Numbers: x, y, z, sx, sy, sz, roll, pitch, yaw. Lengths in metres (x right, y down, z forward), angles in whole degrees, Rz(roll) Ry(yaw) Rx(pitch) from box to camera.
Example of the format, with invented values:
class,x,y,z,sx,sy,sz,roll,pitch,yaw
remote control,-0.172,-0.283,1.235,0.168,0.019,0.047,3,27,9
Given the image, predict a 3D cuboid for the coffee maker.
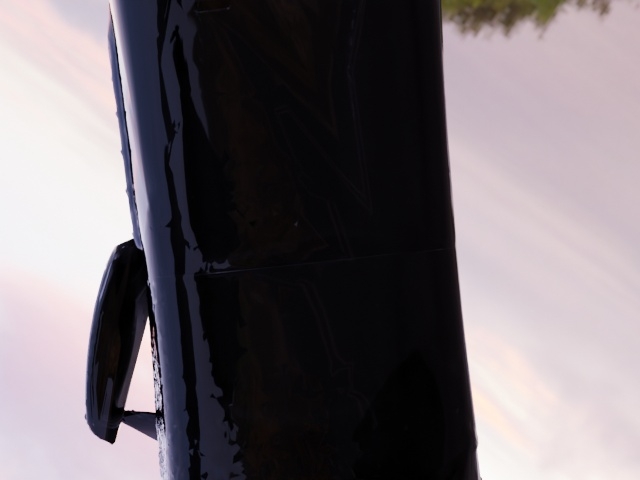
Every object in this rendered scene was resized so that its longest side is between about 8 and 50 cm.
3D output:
class,x,y,z,sx,sy,sz,roll,pitch,yaw
coffee maker,0.000,0.000,0.425,0.120,0.178,0.171,-7,-178,-30
